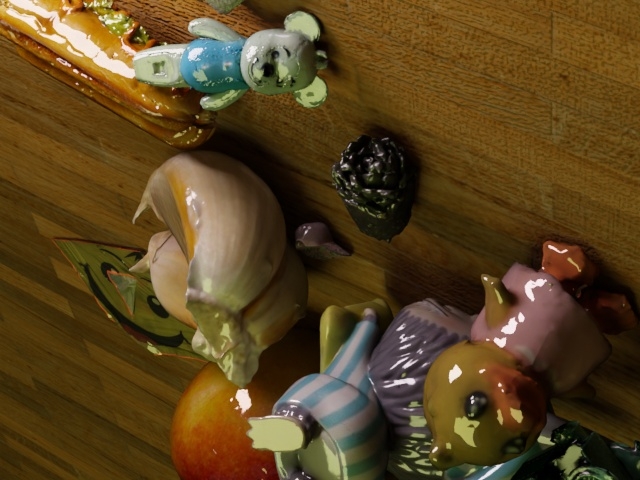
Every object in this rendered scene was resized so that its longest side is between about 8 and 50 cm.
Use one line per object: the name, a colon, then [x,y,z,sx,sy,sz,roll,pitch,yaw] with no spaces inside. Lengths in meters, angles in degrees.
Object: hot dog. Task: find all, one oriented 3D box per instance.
hot dog: [-0.266,-0.236,1.865,0.349,0.117,0.158,30,172,24]

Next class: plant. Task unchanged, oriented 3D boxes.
plant: [0.067,-0.062,1.746,0.094,0.092,0.143,32,160,29]

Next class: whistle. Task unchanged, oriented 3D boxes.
whistle: [-0.105,-0.201,1.698,0.236,0.077,0.114,0,114,17]

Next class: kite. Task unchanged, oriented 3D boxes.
kite: [-0.308,0.096,2.505,0.377,0.013,0.327,35,151,11]

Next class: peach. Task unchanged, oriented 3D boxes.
peach: [-0.065,0.286,2.161,0.308,0.332,0.308,33,144,28]

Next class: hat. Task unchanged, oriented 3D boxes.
hat: [0.003,-0.001,1.971,0.087,0.042,0.058,16,166,-34]

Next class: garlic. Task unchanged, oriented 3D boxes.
garlic: [-0.140,0.024,1.994,0.286,0.249,0.313,43,-172,-30]

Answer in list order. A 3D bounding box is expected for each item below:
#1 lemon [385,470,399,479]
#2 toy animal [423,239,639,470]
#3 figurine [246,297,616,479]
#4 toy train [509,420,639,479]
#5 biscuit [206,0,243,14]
lemon: [0.163,0.458,2.204,0.268,0.268,0.322,49,151,-16]
toy animal: [0.211,0.142,1.661,0.195,0.281,0.169,46,153,-14]
figurine: [0.164,0.214,1.788,0.378,0.361,0.266,0,110,29]
toy train: [0.314,0.327,1.619,0.154,0.115,0.269,-37,89,36]
biscuit: [-0.143,-0.344,1.642,0.199,0.040,0.121,48,149,-13]
